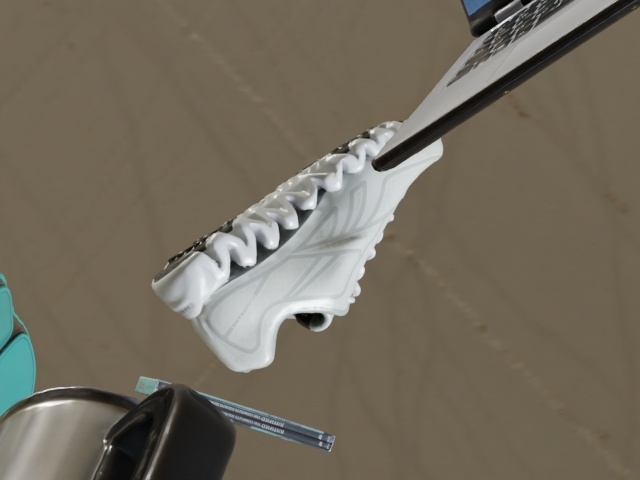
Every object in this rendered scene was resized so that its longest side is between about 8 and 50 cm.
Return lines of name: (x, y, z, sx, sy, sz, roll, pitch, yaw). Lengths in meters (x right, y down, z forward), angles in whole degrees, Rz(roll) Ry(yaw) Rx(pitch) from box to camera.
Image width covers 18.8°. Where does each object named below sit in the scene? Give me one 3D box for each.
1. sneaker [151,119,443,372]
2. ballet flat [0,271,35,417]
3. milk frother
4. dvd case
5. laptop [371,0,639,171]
sneaker: (0.000, 0.000, 1.580, 0.118, 0.292, 0.110, 55, -29, -2)
ballet flat: (-0.291, 0.078, 1.603, 0.087, 0.247, 0.083, 35, -115, 16)
milk frother: (-0.060, 0.136, 0.661, 0.129, 0.135, 0.143, -23, -65, 24)
dvd case: (-0.056, 0.111, 1.241, 0.119, 0.087, 0.013, 20, -97, -10)
laptop: (0.179, -0.309, 1.492, 0.382, 0.408, 0.236, -34, -80, 36)
